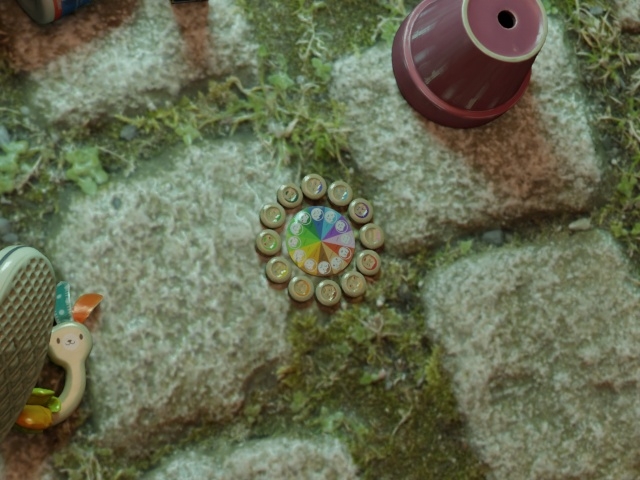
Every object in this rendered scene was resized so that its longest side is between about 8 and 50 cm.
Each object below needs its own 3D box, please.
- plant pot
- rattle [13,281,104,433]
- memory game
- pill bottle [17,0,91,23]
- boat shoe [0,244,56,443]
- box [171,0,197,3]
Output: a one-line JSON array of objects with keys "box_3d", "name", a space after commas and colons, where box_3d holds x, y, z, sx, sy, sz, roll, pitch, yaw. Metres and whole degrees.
[{"box_3d": [0.221, -0.277, 1.920, 0.201, 0.180, 0.201, 4, 74, -16], "name": "plant pot"}, {"box_3d": [-0.325, 0.132, 1.666, 0.130, 0.143, 0.200, 34, 73, 8], "name": "rattle"}, {"box_3d": [0.000, 0.000, 1.868, 0.186, 0.012, 0.186, 5, 75, -17], "name": "memory game"}, {"box_3d": [-0.301, -0.386, 1.810, 0.221, 0.124, 0.124, -34, 88, -21], "name": "pill bottle"}, {"box_3d": [-0.452, 0.218, 1.515, 0.156, 0.187, 0.500, 30, 98, 17], "name": "boat shoe"}, {"box_3d": [-0.160, -0.374, 1.828, 0.059, 0.169, 0.054, -8, 78, -20], "name": "box"}]
